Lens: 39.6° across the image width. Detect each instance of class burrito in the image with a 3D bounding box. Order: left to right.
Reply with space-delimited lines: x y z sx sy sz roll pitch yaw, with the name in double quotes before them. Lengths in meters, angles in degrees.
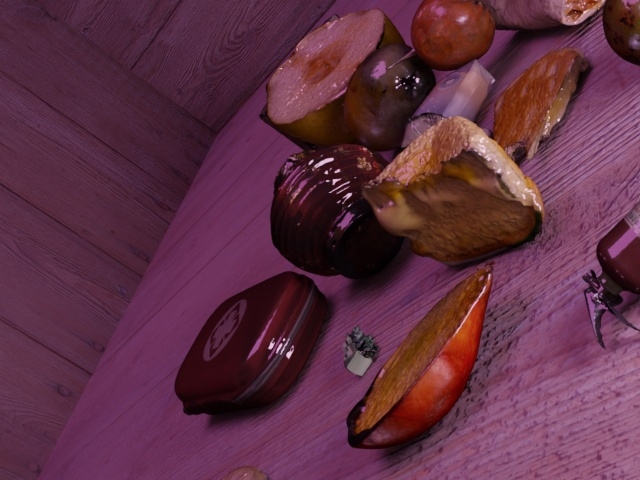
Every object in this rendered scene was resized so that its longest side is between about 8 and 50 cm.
"burrito" 0.371 -0.415 1.458 0.143 0.105 0.299 -57 18 4

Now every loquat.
"loquat" 0.132 -0.275 1.698 0.227 0.179 0.179 118 175 -50

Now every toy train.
"toy train" 0.055 0.160 1.303 0.053 0.033 0.083 -56 16 7

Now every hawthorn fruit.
"hawthorn fruit" 0.222 -0.368 1.557 0.189 0.149 0.149 -23 34 54

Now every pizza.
"pizza" 0.311 -0.188 1.284 0.181 0.034 0.262 -39 21 43

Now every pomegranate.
"pomegranate" 0.400 -0.269 1.053 0.130 0.130 0.130 -48 17 20

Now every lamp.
"lamp" 0.024 -0.051 1.464 0.247 0.247 0.247 -48 17 20

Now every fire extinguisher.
"fire extinguisher" 0.325 0.000 0.821 0.231 0.071 0.099 -50 44 17

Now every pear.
"pear" 0.059 -0.335 1.978 0.340 0.191 0.386 -49 28 -4

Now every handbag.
"handbag" 0.218 -0.217 1.519 0.173 0.095 0.117 -55 15 -30

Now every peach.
"peach" 0.135 0.145 1.051 0.279 0.068 0.189 -51 9 19

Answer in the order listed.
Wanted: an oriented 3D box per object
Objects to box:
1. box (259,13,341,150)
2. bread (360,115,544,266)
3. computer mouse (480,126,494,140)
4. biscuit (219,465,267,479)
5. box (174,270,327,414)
"box" 0.015 -0.376 2.201 0.310 0.198 0.084 -57 17 -8
"bread" 0.187 -0.076 1.159 0.252 0.174 0.133 -26 29 56
"computer mouse" 0.233 -0.137 1.390 0.096 0.039 0.066 -52 16 10
"biscuit" -0.169 0.439 1.358 0.265 0.040 0.188 -47 16 25
"box" -0.136 0.194 1.633 0.404 0.108 0.263 -27 32 56
